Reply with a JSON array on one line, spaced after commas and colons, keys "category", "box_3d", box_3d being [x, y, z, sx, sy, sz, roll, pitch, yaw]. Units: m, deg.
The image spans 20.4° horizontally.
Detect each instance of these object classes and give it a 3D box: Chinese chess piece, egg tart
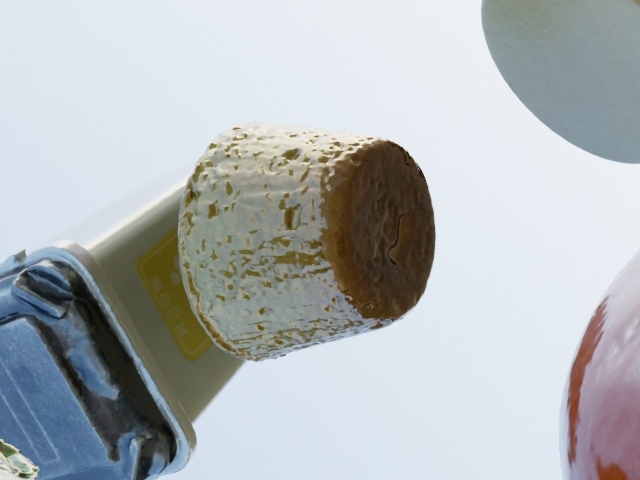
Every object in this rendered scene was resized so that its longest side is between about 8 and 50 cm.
[{"category": "Chinese chess piece", "box_3d": [0.281, -0.198, 1.713, 0.102, 0.273, 0.273, -46, -58, -26]}, {"category": "egg tart", "box_3d": [0.000, 0.000, 1.418, 0.202, 0.147, 0.202, 3, -93, -56]}]

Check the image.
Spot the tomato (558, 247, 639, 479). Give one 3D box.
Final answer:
[{"category": "tomato", "box_3d": [0.295, 0.090, 0.869, 0.341, 0.341, 0.272, 8, -70, -58]}]

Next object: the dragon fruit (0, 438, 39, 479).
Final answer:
[{"category": "dragon fruit", "box_3d": [-0.289, 0.179, 1.052, 0.295, 0.268, 0.130, -30, -48, -73]}]

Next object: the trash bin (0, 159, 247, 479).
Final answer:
[{"category": "trash bin", "box_3d": [-0.204, 0.076, 1.786, 0.368, 0.296, 0.255, -43, -73, -47]}]
